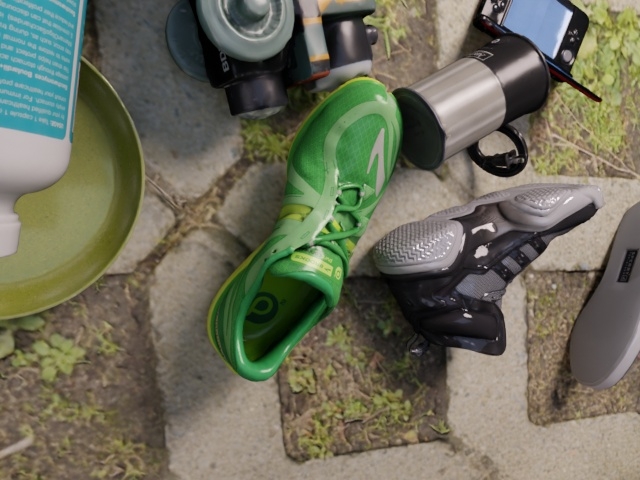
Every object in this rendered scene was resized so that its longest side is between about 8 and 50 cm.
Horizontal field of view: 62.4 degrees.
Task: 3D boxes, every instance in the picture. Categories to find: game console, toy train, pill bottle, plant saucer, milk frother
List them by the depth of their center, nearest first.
[{"bbox_3d":[-0.234,-0.125,0.339,0.146,0.146,0.264,7,94,-21],"label":"pill bottle"},{"bbox_3d":[-0.271,-0.056,0.433,0.240,0.037,0.241,-3,98,-19],"label":"plant saucer"},{"bbox_3d":[-0.050,-0.277,0.439,0.190,0.142,0.334,-20,104,-26],"label":"toy train"},{"bbox_3d":[0.146,-0.108,0.531,0.134,0.129,0.143,-30,101,-16],"label":"milk frother"},{"bbox_3d":[0.251,-0.231,0.575,0.143,0.085,0.124,23,89,-22],"label":"game console"}]

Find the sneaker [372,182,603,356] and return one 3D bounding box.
[{"bbox_3d":[0.195,0.032,0.585,0.268,0.101,0.153,-18,103,-11],"label":"sneaker"}]

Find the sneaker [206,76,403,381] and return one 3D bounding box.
[{"bbox_3d":[0.000,0.000,0.478,0.109,0.123,0.296,24,98,-25],"label":"sneaker"}]

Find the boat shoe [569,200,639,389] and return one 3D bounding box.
[{"bbox_3d":[0.406,0.075,0.666,0.084,0.095,0.258,26,88,-17],"label":"boat shoe"}]
